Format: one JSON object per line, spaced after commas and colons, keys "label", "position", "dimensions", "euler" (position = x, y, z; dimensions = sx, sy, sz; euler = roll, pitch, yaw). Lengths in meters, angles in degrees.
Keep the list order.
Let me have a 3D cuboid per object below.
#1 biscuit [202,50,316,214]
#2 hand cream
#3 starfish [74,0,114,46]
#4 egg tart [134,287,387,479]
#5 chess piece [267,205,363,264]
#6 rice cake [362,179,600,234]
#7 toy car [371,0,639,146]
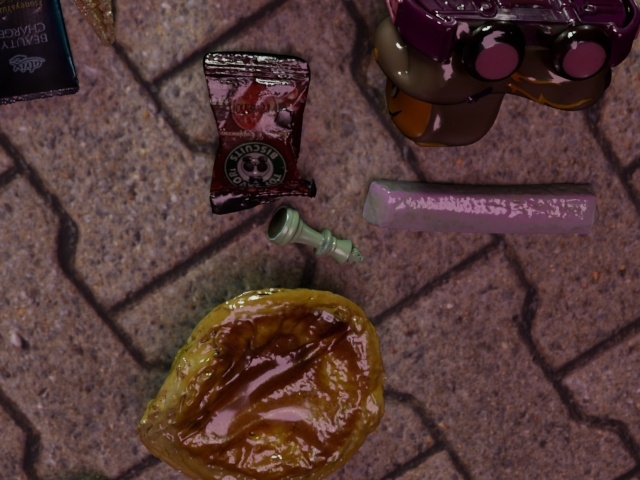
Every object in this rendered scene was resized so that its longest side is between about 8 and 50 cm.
{"label": "biscuit", "position": [-0.082, -0.144, 1.944], "dimensions": [0.151, 0.063, 0.235], "euler": [0, 119, 3]}
{"label": "hand cream", "position": [-0.391, -0.306, 1.828], "dimensions": [0.120, 0.061, 0.271], "euler": [-11, 123, -11]}
{"label": "starfish", "position": [-0.304, -0.353, 1.778], "dimensions": [0.295, 0.048, 0.231], "euler": [-44, 127, -2]}
{"label": "egg tart", "position": [-0.073, 0.209, 2.054], "dimensions": [0.339, 0.153, 0.352], "euler": [20, 109, -18]}
{"label": "chess piece", "position": [0.000, 0.000, 2.030], "dimensions": [0.149, 0.059, 0.059], "euler": [22, 109, -25]}
{"label": "rice cake", "position": [0.242, -0.046, 2.046], "dimensions": [0.364, 0.056, 0.073], "euler": [2, 116, -10]}
{"label": "toy car", "position": [0.235, -0.250, 1.859], "dimensions": [0.340, 0.271, 0.240], "euler": [0, 132, -10]}
